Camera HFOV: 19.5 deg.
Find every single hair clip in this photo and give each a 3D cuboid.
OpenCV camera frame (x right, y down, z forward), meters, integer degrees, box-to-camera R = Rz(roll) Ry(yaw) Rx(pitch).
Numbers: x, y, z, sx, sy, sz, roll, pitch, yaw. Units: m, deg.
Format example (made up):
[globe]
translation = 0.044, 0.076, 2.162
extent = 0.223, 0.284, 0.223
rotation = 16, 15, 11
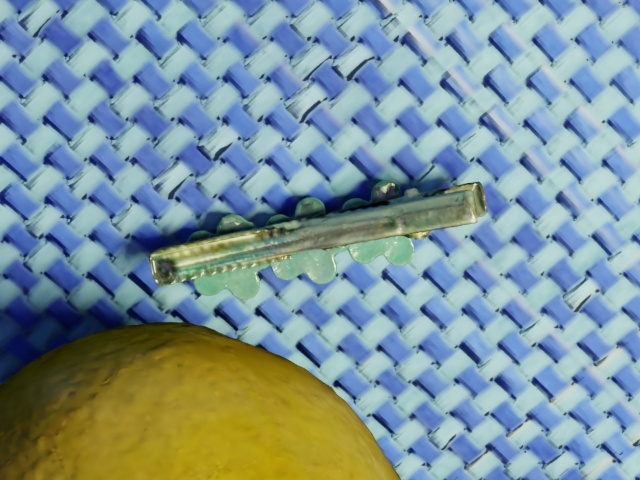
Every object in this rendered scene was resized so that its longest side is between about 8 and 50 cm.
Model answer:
[hair clip]
translation = 0.000, 0.001, 0.947
extent = 0.172, 0.049, 0.049
rotation = -11, 118, 5

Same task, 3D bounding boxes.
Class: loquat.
[loquat]
translation = -0.078, 0.181, 0.901
extent = 0.274, 0.275, 0.275
rotation = -3, 117, -5
